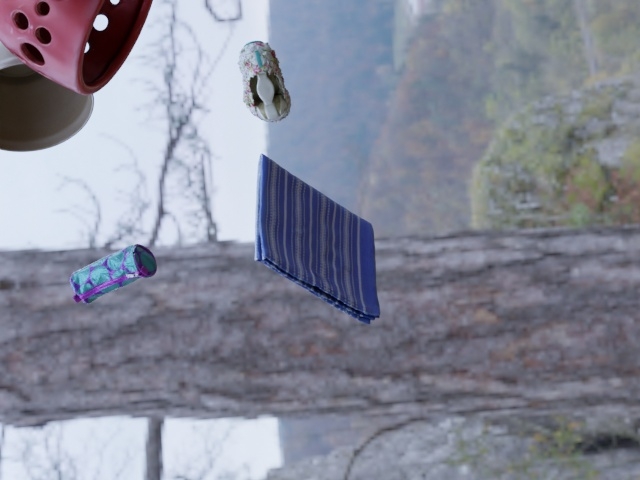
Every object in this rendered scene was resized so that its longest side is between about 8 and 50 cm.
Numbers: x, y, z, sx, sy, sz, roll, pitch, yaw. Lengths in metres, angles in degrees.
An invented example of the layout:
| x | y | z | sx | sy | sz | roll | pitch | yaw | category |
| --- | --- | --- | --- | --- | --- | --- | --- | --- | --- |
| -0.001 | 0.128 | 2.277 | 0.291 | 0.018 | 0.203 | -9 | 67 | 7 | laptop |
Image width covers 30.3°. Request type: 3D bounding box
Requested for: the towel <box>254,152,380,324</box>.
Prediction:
| x | y | z | sx | sy | sz | roll | pitch | yaw | category |
| --- | --- | --- | --- | --- | --- | --- | --- | --- | --- |
| 0.000 | 0.000 | 2.292 | 0.336 | 0.040 | 0.243 | 32 | -135 | -40 | towel |

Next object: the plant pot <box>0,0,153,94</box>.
| x | y | z | sx | sy | sz | roll | pitch | yaw | category |
| --- | --- | --- | --- | --- | --- | --- | --- | --- | --- |
| -0.303 | -0.287 | 1.362 | 0.191 | 0.174 | 0.191 | -62 | -7 | -13 | plant pot |

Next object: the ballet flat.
| x | y | z | sx | sy | sz | roll | pitch | yaw | category |
| --- | --- | --- | --- | --- | --- | --- | --- | --- | --- |
| -0.101 | -0.268 | 2.162 | 0.241 | 0.091 | 0.077 | 67 | -175 | -61 | ballet flat |

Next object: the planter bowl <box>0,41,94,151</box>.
| x | y | z | sx | sy | sz | roll | pitch | yaw | category |
| --- | --- | --- | --- | --- | --- | --- | --- | --- | --- |
| -0.378 | -0.206 | 1.503 | 0.162 | 0.162 | 0.109 | 86 | 167 | -56 | planter bowl |

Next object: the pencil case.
| x | y | z | sx | sy | sz | roll | pitch | yaw | category |
| --- | --- | --- | --- | --- | --- | --- | --- | --- | --- |
| -0.369 | 0.060 | 2.102 | 0.064 | 0.152 | 0.070 | 53 | -156 | -32 | pencil case |
